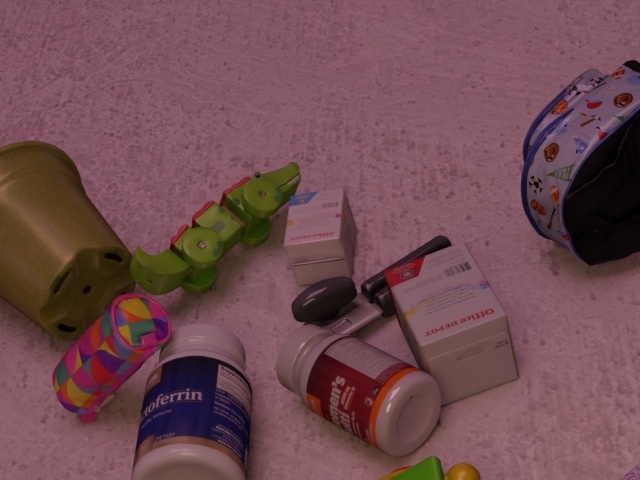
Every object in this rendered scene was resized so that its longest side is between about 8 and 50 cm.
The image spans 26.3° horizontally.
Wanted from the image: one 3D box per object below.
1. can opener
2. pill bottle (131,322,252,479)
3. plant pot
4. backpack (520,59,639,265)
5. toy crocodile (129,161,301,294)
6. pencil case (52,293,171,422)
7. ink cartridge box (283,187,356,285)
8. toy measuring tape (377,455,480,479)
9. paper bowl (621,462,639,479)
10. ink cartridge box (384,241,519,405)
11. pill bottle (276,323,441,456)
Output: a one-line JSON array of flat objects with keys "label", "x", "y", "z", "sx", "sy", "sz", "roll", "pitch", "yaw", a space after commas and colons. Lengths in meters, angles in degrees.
[{"label": "can opener", "x": 0.092, "y": 0.070, "z": 2.047, "sx": 0.280, "sy": 0.093, "sz": 0.074, "roll": -27, "pitch": 38, "yaw": -19}, {"label": "pill bottle", "x": -0.171, "y": 0.247, "z": 1.881, "sx": 0.153, "sy": 0.153, "sz": 0.265, "roll": -11, "pitch": 38, "yaw": 9}, {"label": "plant pot", "x": -0.438, "y": 0.021, "z": 2.206, "sx": 0.276, "sy": 0.276, "sz": 0.254, "roll": -35, "pitch": 53, "yaw": -21}, {"label": "backpack", "x": 0.414, "y": -0.107, "z": 2.002, "sx": 0.263, "sy": 0.277, "sz": 0.213, "roll": -43, "pitch": 39, "yaw": -18}, {"label": "toy crocodile", "x": -0.160, "y": -0.022, "z": 2.206, "sx": 0.105, "sy": 0.115, "sz": 0.340, "roll": 43, "pitch": 62, "yaw": 13}, {"label": "pencil case", "x": -0.303, "y": 0.169, "z": 1.974, "sx": 0.104, "sy": 0.236, "sz": 0.104, "roll": 18, "pitch": 50, "yaw": -23}, {"label": "ink cartridge box", "x": 0.000, "y": 0.000, "z": 2.161, "sx": 0.092, "sy": 0.090, "sz": 0.143, "roll": -8, "pitch": 40, "yaw": 13}, {"label": "toy measuring tape", "x": 0.066, "y": 0.371, "z": 1.704, "sx": 0.330, "sy": 0.121, "sz": 0.121, "roll": -33, "pitch": 34, "yaw": 19}, {"label": "paper bowl", "x": 0.452, "y": 0.363, "z": 1.491, "sx": 0.284, "sy": 0.148, "sz": 0.284, "roll": -11, "pitch": 38, "yaw": 9}, {"label": "ink cartridge box", "x": 0.183, "y": 0.117, "z": 1.914, "sx": 0.128, "sy": 0.127, "sz": 0.176, "roll": -19, "pitch": 38, "yaw": -2}, {"label": "pill bottle", "x": 0.048, "y": 0.199, "z": 1.874, "sx": 0.221, "sy": 0.121, "sz": 0.121, "roll": 24, "pitch": 54, "yaw": 41}]
